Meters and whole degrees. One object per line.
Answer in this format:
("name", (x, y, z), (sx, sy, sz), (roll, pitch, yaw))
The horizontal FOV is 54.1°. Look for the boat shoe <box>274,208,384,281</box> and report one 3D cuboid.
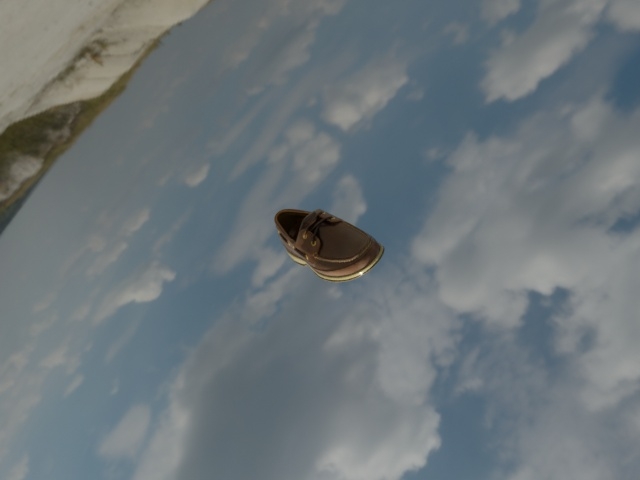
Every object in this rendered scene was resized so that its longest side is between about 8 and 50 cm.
("boat shoe", (0.000, 0.000, 0.696), (0.064, 0.060, 0.178), (-47, -152, -16))
